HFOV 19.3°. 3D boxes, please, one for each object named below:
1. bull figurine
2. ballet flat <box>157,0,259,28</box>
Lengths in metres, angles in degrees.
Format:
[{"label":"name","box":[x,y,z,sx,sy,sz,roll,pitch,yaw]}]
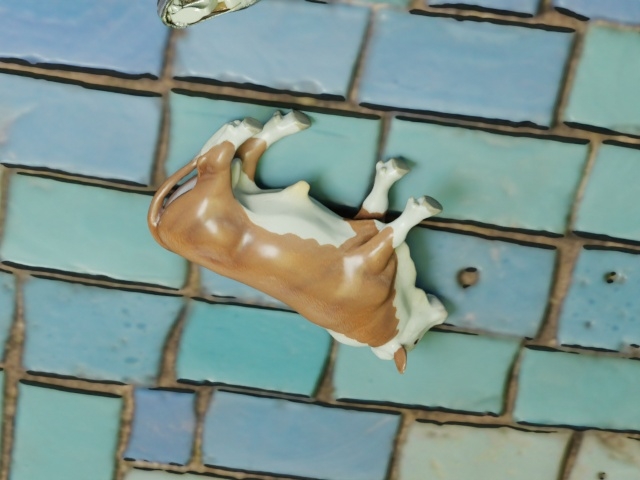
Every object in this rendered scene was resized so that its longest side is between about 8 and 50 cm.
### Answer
[{"label":"bull figurine","box":[0.000,0.000,1.739,0.310,0.101,0.188,22,116,-15]},{"label":"ballet flat","box":[-0.089,-0.210,1.640,0.114,0.041,0.041,-17,121,10]}]
